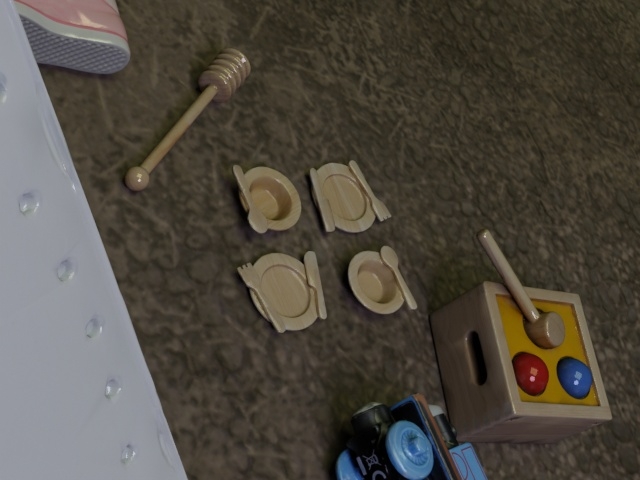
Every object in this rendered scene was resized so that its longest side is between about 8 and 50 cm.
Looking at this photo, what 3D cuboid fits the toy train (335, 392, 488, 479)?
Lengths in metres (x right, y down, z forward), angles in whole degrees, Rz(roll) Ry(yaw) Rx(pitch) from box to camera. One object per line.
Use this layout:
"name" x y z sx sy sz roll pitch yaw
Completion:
"toy train" 0.083 0.196 0.744 0.105 0.080 0.184 -6 66 -49

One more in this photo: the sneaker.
"sneaker" -0.203 -0.168 0.758 0.134 0.051 0.070 9 58 -37

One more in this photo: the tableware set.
"tableware set" 0.000 0.000 0.831 0.169 0.020 0.141 -5 68 -39

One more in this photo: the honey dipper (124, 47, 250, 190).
"honey dipper" -0.104 -0.092 0.804 0.030 0.030 0.160 42 51 -10

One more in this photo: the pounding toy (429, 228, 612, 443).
"pounding toy" 0.159 0.081 0.847 0.130 0.100 0.141 9 60 -34

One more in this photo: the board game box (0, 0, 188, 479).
"board game box" -0.212 0.138 0.416 0.390 0.050 0.389 -50 138 -43
